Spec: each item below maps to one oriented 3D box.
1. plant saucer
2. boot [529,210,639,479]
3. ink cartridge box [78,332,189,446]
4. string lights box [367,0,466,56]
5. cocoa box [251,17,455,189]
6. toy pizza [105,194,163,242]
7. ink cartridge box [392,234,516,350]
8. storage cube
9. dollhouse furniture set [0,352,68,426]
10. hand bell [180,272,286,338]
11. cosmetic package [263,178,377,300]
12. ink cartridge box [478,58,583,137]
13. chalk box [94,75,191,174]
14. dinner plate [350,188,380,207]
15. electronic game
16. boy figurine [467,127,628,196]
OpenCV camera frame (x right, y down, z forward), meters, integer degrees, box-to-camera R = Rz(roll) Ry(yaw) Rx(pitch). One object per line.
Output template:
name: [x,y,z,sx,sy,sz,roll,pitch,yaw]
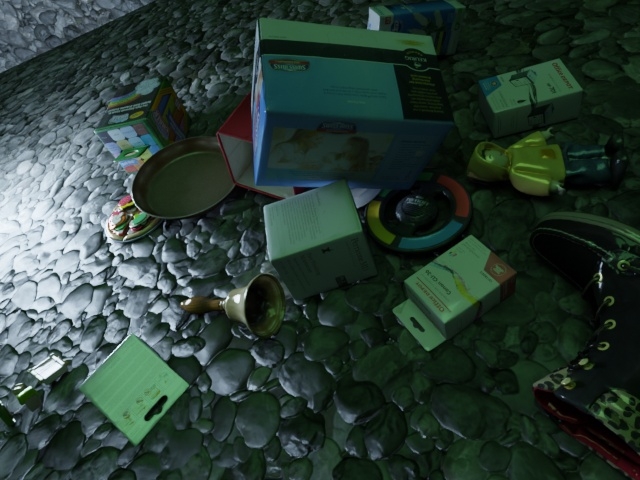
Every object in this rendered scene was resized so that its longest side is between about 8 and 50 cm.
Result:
plant saucer: [-0.358,-0.166,1.237,0.310,0.050,0.311,-5,52,6]
boot: [0.420,0.135,0.668,0.284,0.138,0.377,-39,55,-13]
ink cartridge box: [-0.367,0.294,0.904,0.179,0.045,0.145,34,68,18]
string lights box: [0.261,-0.585,1.264,0.259,0.134,0.077,-13,47,-14]
cocoa box: [0.043,-0.254,0.895,0.346,0.231,0.228,0,64,-13]
toy pizza: [-0.514,-0.079,1.257,0.201,0.032,0.202,-10,50,12]
ink cartridge box: [0.234,0.093,0.811,0.198,0.067,0.115,-34,49,-8]
storage cube: [-0.110,-0.240,1.112,0.214,0.184,0.193,20,60,17]
dollhouse furniture set: [-0.616,0.321,0.974,0.076,0.059,0.151,10,37,36]
hand bell: [-0.204,0.133,0.937,0.241,0.126,0.126,-4,50,33]
cosmetic package: [0.000,0.000,0.919,0.183,0.151,0.152,-18,49,7]
ink cartridge box: [0.483,-0.332,1.057,0.190,0.082,0.140,-14,49,12]
chalk box: [-0.537,-0.329,1.375,0.180,0.179,0.289,-8,51,14]
dinner plate: [0.083,-0.123,1.054,0.141,0.017,0.141,-24,38,20]
electronic game: [0.206,-0.064,0.963,0.229,0.048,0.230,-11,49,13]
boy figurine: [0.452,-0.167,0.929,0.284,0.092,0.178,4,57,20]
